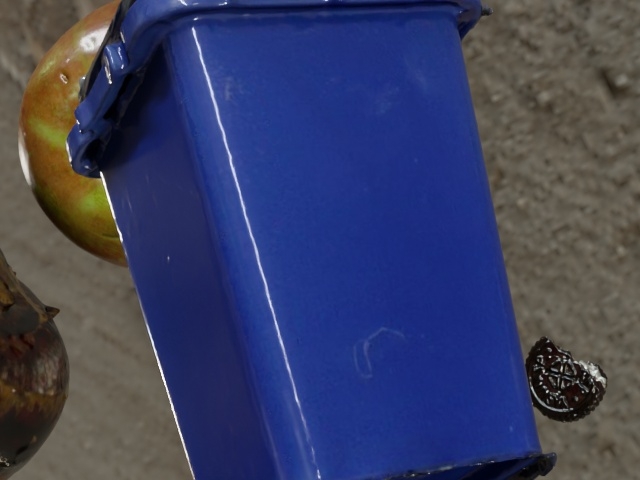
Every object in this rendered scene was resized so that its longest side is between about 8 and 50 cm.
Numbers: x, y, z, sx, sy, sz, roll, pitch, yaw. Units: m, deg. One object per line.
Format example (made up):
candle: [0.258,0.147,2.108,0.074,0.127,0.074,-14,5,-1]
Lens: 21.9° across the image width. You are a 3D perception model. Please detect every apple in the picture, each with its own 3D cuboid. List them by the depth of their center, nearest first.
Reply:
apple: [-0.137,-0.097,1.448,0.226,0.246,0.246,-57,-52,-75]

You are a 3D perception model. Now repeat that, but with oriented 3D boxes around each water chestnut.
water chestnut: [-0.397,0.116,1.573,0.300,0.300,0.300,40,143,39]

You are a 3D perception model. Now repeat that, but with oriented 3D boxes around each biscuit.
biscuit: [0.238,0.135,1.618,0.087,0.027,0.089,-19,69,32]

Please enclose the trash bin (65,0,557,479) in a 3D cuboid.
trash bin: [0.000,0.000,0.682,0.184,0.162,0.234,131,129,-59]
